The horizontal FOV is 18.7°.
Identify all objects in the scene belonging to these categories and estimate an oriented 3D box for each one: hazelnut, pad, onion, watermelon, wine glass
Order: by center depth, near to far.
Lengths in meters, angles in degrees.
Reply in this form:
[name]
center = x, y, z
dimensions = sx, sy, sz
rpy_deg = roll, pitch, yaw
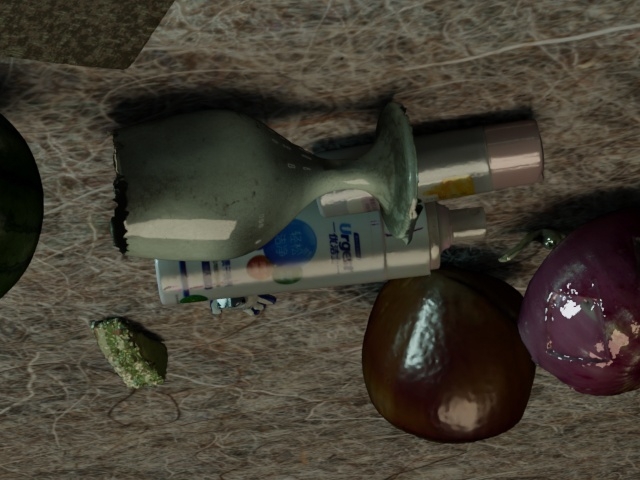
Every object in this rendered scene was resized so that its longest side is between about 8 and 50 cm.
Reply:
[pad]
center = -0.137, -0.185, 1.176
dimensions = 0.158, 0.003, 0.235
rpy_deg = 5, 141, -33
[watermelon]
center = -0.307, -0.025, 1.429
dimensions = 0.188, 0.188, 0.214
rpy_deg = -16, 167, 26
[wine glass]
center = -0.048, -0.048, 1.565
dimensions = 0.241, 0.126, 0.126
rpy_deg = -4, 163, -13
[onion]
center = 0.309, 0.050, 1.938
dimensions = 0.207, 0.200, 0.200
rpy_deg = 20, 151, -31
[hazelnut]
center = 0.139, 0.110, 2.065
dimensions = 0.208, 0.208, 0.208
rpy_deg = -6, 163, -2

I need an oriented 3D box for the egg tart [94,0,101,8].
[egg tart]
center = -0.190, -0.164, 1.257
dimensions = 0.130, 0.052, 0.130
rpy_deg = -8, 162, -2

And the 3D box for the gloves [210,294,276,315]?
[gloves]
center = -0.087, 0.065, 2.069
dimensions = 0.064, 0.026, 0.086
rpy_deg = -13, 166, 24

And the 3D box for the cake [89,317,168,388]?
[cake]
center = -0.214, 0.126, 2.170
dimensions = 0.051, 0.055, 0.140
rpy_deg = -5, 162, 16

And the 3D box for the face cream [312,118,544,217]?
[face cream]
center = 0.094, -0.061, 1.680
dimensions = 0.198, 0.057, 0.084
rpy_deg = -8, 163, 6

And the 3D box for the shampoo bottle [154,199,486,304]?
[shampoo bottle]
center = 0.000, 0.000, 1.782
dimensions = 0.303, 0.092, 0.092
rpy_deg = -5, 163, -2
